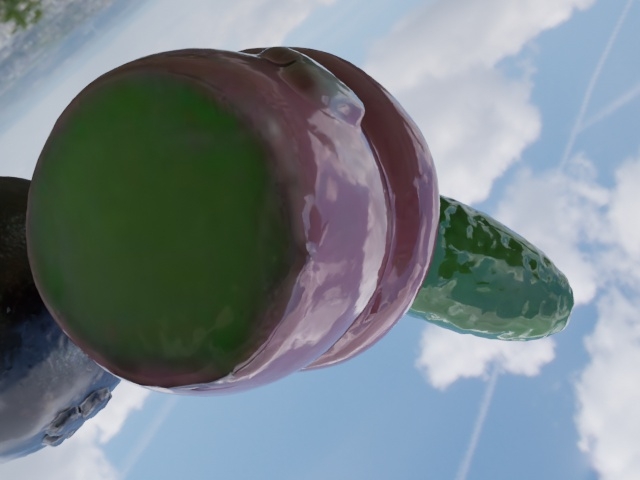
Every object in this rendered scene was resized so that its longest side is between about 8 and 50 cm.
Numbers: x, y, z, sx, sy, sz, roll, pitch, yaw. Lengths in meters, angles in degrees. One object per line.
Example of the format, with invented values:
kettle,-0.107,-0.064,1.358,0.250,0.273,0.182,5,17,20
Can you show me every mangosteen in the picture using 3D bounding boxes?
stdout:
mangosteen,-0.304,0.060,0.824,0.288,0.288,0.288,-36,-161,14

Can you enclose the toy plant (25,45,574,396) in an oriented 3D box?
toy plant,0.000,-0.003,0.599,0.211,0.317,0.356,-58,163,10
